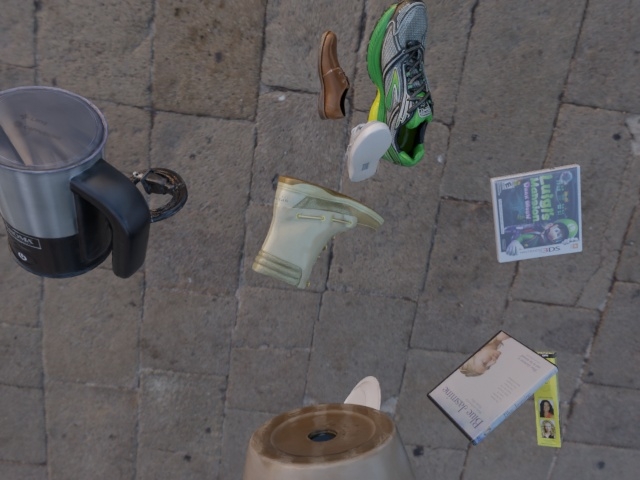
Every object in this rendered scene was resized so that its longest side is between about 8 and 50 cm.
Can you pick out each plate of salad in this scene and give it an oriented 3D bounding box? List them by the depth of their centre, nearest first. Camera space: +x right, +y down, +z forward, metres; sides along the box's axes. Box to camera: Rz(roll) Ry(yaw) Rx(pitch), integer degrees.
[{"bbox_3d":[0.073,0.364,0.949,0.048,0.200,0.200,27,105,-10],"label":"plate of salad"}]

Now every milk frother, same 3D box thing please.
[{"bbox_3d":[-0.180,-0.055,0.397,0.129,0.143,0.134,19,141,-8],"label":"milk frother"}]

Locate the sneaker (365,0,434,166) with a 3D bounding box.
[{"bbox_3d":[0.185,-0.316,1.004,0.134,0.146,0.343,-21,128,-24],"label":"sneaker"}]

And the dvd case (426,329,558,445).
[{"bbox_3d":[0.389,0.330,1.126,0.253,0.180,0.022,-39,117,-7],"label":"dvd case"}]

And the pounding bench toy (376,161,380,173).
[{"bbox_3d":[0.108,-0.197,1.219,0.065,0.083,0.052,-23,69,-9],"label":"pounding bench toy"}]

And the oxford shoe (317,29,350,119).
[{"bbox_3d":[0.038,-0.404,1.198,0.076,0.076,0.212,9,119,25],"label":"oxford shoe"}]

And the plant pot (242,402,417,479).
[{"bbox_3d":[0.015,0.379,0.623,0.323,0.323,0.280,-6,92,2],"label":"plant pot"}]

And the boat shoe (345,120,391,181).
[{"bbox_3d":[0.073,-0.159,0.814,0.066,0.184,0.063,-19,77,-2],"label":"boat shoe"}]

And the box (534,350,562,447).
[{"bbox_3d":[0.594,0.409,1.275,0.058,0.087,0.232,-6,80,29],"label":"box"}]

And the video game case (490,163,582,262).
[{"bbox_3d":[0.456,-0.053,1.026,0.173,0.022,0.190,-9,109,9],"label":"video game case"}]

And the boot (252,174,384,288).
[{"bbox_3d":[0.000,0.000,0.978,0.262,0.095,0.203,16,94,-40],"label":"boot"}]
